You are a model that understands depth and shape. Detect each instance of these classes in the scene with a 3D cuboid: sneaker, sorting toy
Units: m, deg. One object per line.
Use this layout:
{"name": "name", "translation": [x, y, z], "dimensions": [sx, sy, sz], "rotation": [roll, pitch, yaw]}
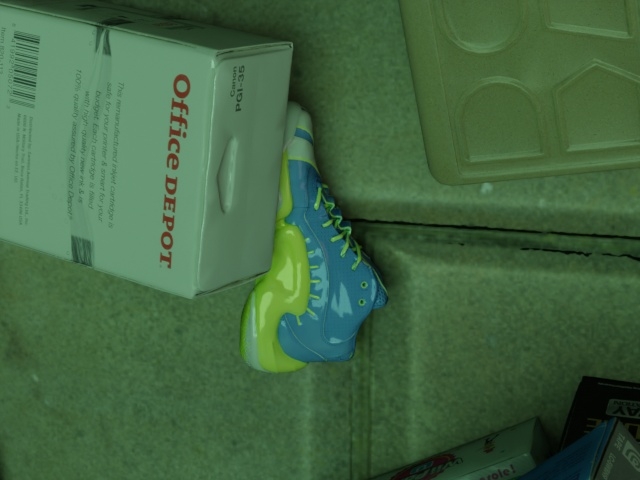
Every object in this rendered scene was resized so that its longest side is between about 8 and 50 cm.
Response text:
{"name": "sneaker", "translation": [0.000, 0.000, 1.635], "dimensions": [0.126, 0.091, 0.240], "rotation": [5, 106, -7]}
{"name": "sorting toy", "translation": [0.175, -0.196, 1.531], "dimensions": [0.229, 0.041, 0.307], "rotation": [-3, 115, 18]}

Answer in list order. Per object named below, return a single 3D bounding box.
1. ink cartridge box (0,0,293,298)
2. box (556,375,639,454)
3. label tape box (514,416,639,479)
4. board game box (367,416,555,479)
{"name": "ink cartridge box", "translation": [-0.173, -0.087, 1.580], "dimensions": [0.283, 0.117, 0.207], "rotation": [16, 108, 31]}
{"name": "box", "translation": [0.345, 0.197, 1.507], "dimensions": [0.307, 0.242, 0.077], "rotation": [5, 105, 13]}
{"name": "label tape box", "translation": [0.220, 0.333, 1.395], "dimensions": [0.240, 0.106, 0.334], "rotation": [-37, 97, 27]}
{"name": "board game box", "translation": [0.151, 0.340, 1.668], "dimensions": [0.224, 0.097, 0.303], "rotation": [-22, 99, 17]}
